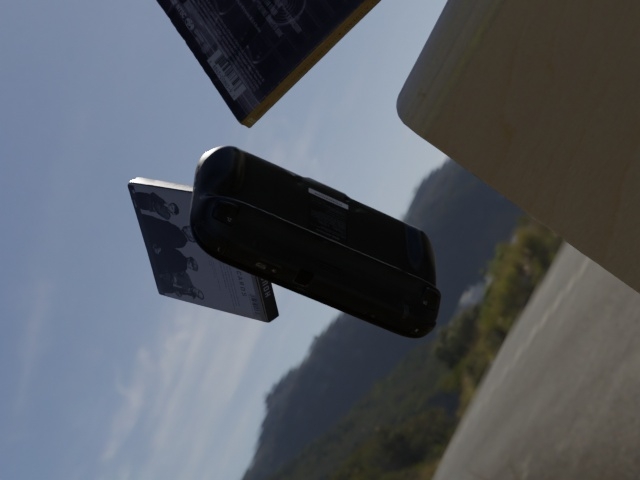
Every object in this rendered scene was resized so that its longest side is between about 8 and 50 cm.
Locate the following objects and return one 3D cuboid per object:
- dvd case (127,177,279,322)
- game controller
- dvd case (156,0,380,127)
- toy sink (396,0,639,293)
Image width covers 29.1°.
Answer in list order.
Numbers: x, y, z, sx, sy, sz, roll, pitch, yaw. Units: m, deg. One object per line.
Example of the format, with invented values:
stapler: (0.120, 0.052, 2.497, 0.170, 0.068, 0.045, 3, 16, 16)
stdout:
dvd case: (-0.162, 0.010, 1.680, 0.030, 0.239, 0.179, -31, -62, -38)
game controller: (0.000, 0.000, 1.408, 0.067, 0.319, 0.166, -53, 25, 31)
dvd case: (-0.012, -0.207, 0.839, 0.221, 0.164, 0.018, -43, -30, 16)
toy sink: (0.155, -0.113, 0.408, 0.234, 0.131, 0.152, -48, -9, -38)
